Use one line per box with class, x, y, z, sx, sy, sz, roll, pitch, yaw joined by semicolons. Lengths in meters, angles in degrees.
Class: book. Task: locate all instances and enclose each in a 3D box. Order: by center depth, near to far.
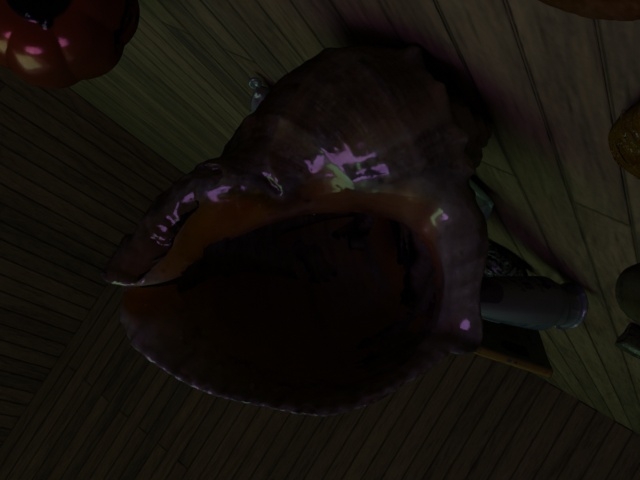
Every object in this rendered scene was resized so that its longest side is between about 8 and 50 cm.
book;0.211;0.124;1.415;0.389;0.032;0.269;18;-163;2

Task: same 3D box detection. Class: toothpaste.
toothpaste;0.219;0.075;1.014;0.299;0.073;0.114;7;-174;-33

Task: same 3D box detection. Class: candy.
candy;0.262;0.039;1.162;0.226;0.051;0.094;34;172;-17

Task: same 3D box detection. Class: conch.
conch;0.006;0.004;0.700;0.297;0.352;0.210;64;-170;20

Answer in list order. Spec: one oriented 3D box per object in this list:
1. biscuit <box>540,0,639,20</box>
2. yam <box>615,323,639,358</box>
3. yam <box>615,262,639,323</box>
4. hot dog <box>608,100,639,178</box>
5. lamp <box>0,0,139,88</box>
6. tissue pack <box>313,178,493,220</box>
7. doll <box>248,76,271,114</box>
biscuit;0.095;-0.163;0.201;0.262;0.052;0.277;40;173;-27
yam;0.457;0.151;1.091;0.094;0.043;0.043;30;175;35
yam;0.364;0.065;0.606;0.083;0.083;0.371;34;177;-18
hot dog;0.215;-0.064;0.439;0.066;0.047;0.215;35;175;-3
lamp;-0.299;-0.265;0.894;0.187;0.188;0.164;33;179;-9
tissue pack;0.046;-0.059;0.973;0.198;0.146;0.263;34;176;-29
doll;-0.046;-0.135;1.111;0.114;0.057;0.227;-3;135;20
